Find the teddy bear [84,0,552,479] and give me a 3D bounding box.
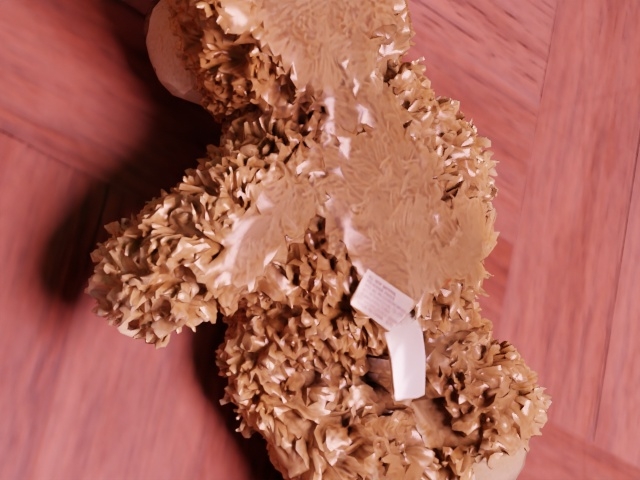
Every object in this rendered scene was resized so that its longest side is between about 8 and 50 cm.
[{"bbox_3d":[0.000,0.000,0.858,0.245,0.113,0.338,-46,119,-31],"label":"teddy bear"}]
